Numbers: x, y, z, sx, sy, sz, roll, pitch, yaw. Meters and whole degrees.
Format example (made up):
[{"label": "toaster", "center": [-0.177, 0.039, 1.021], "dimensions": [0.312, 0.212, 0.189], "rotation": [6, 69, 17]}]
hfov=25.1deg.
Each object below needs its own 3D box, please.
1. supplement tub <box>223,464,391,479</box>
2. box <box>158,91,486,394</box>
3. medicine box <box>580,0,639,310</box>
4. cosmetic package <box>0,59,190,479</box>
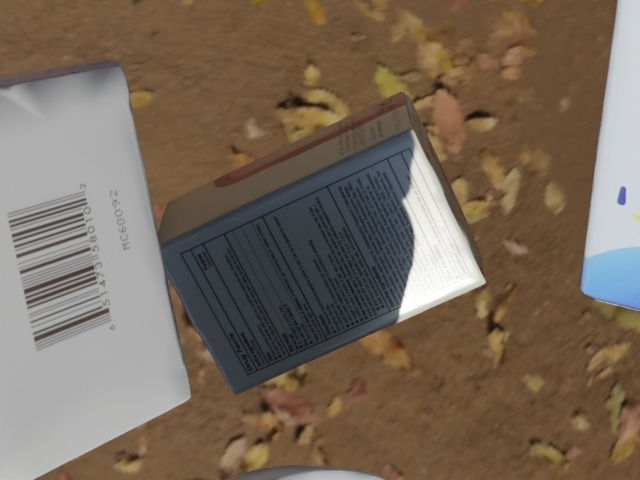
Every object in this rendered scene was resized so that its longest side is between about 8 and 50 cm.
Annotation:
[{"label": "supplement tub", "center": [-0.033, 0.281, 0.961], "dimensions": [0.235, 0.235, 0.325], "rotation": [50, 154, 5]}, {"label": "box", "center": [0.000, 0.000, 1.193], "dimensions": [0.232, 0.127, 0.149], "rotation": [-24, 109, 8]}, {"label": "medicine box", "center": [0.290, -0.095, 0.724], "dimensions": [0.263, 0.149, 0.289], "rotation": [13, 119, 21]}, {"label": "cosmetic package", "center": [-0.274, 0.025, 0.798], "dimensions": [0.365, 0.155, 0.197], "rotation": [-4, 101, 34]}]
